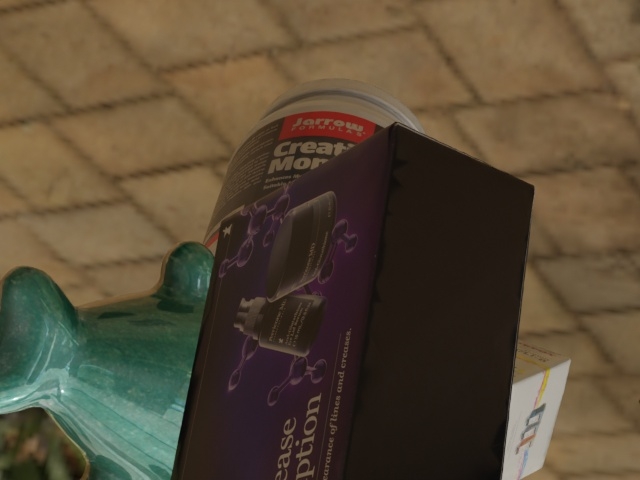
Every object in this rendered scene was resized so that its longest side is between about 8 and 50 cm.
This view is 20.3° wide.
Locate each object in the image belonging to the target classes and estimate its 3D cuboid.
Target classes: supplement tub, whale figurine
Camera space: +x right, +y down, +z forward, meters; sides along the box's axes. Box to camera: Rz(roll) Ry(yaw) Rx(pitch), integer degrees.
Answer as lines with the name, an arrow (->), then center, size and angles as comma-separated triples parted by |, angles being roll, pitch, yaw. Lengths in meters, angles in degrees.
supplement tub -> 0.000, 0.000, 1.515 | 0.191, 0.272, 0.191 | 5, 125, 7
whale figurine -> -0.113, 0.106, 1.248 | 0.272, 0.216, 0.141 | 26, 175, -42

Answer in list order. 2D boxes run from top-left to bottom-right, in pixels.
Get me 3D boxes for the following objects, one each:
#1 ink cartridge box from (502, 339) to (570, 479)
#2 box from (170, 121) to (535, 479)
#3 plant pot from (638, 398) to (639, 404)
ink cartridge box -> 0.153, 0.167, 1.790 | 0.128, 0.127, 0.176 | 19, -168, 24
box -> 0.008, 0.094, 0.954 | 0.103, 0.261, 0.184 | 22, 152, -25
plant pot -> 0.343, 0.188, 0.945 | 0.274, 0.294, 0.275 | -16, 175, -1
